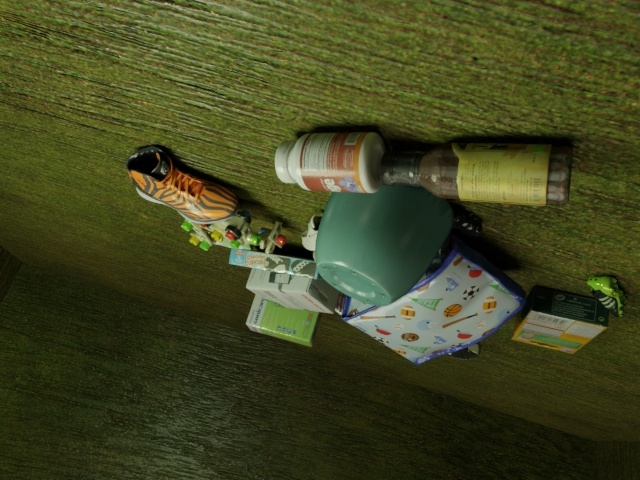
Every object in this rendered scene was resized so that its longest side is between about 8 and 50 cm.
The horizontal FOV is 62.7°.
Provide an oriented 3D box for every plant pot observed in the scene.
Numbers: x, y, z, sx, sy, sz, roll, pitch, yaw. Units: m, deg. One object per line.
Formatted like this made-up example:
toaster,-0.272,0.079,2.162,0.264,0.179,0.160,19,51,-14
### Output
plant pot,0.123,0.005,1.191,0.292,0.235,0.293,24,159,10

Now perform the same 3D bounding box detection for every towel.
towel,-0.321,0.007,1.884,0.151,0.023,0.113,18,159,-1

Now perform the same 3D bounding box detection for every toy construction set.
toy construction set,-0.270,-0.030,1.580,0.327,0.151,0.215,10,150,12

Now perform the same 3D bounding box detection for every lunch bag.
lunch bag,0.308,0.140,1.432,0.327,0.239,0.385,32,138,-28

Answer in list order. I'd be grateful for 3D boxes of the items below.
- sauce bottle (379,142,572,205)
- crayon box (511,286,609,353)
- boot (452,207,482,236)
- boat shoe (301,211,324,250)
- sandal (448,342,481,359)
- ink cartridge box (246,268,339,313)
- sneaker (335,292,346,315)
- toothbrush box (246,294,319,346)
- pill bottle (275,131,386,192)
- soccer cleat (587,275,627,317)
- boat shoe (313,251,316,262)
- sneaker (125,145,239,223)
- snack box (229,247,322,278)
sauce bottle,0.282,-0.129,0.986,0.344,0.112,0.111,7,156,24
crayon box,0.718,0.249,1.605,0.203,0.083,0.323,12,157,14
boot,0.321,-0.040,1.266,0.099,0.045,0.121,25,160,-33
boat shoe,0.012,-0.037,1.455,0.096,0.098,0.277,53,155,-15
sandal,0.503,0.403,2.136,0.302,0.120,0.086,5,-177,33
ink cartridge box,-0.098,0.175,1.985,0.289,0.122,0.211,2,153,34
sneaker,0.098,0.262,2.101,0.236,0.095,0.104,32,161,-36
toothbrush box,-0.144,0.307,2.227,0.283,0.206,0.122,13,159,8
pill bottle,0.019,-0.162,1.090,0.216,0.121,0.121,5,155,28
soccer cleat,0.750,0.143,1.373,0.072,0.060,0.179,8,152,46
boat shoe,0.118,0.106,1.633,0.302,0.113,0.103,37,142,-17
sneaker,-0.383,-0.149,1.418,0.320,0.125,0.180,15,159,7
snack box,-0.122,0.079,1.772,0.321,0.060,0.187,9,179,22
